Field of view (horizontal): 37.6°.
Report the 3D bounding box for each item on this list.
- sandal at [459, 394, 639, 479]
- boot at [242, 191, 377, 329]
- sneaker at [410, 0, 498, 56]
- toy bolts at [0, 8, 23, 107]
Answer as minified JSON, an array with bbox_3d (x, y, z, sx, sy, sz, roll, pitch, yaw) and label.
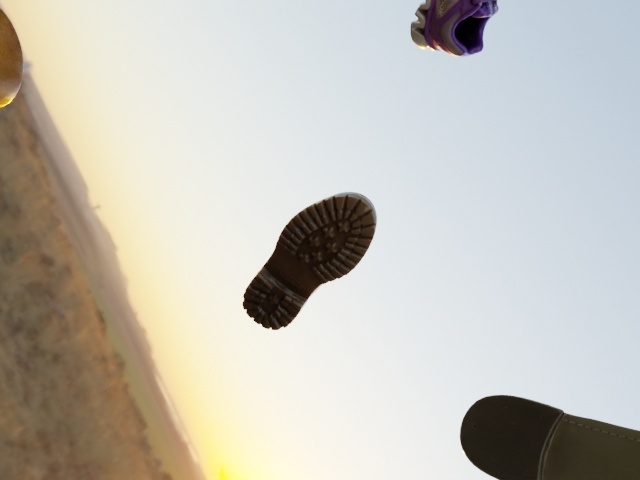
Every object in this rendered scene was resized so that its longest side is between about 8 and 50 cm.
[{"bbox_3d":[0.216,0.172,0.650,0.240,0.088,0.079,21,-7,26],"label":"sandal"},{"bbox_3d":[0.000,0.000,0.742,0.059,0.084,0.158,43,-47,-3],"label":"boot"},{"bbox_3d":[0.196,-0.342,1.230,0.104,0.095,0.236,48,-41,41],"label":"sneaker"},{"bbox_3d":[-0.306,-0.251,0.865,0.228,0.158,0.218,23,-62,20],"label":"toy bolts"}]
